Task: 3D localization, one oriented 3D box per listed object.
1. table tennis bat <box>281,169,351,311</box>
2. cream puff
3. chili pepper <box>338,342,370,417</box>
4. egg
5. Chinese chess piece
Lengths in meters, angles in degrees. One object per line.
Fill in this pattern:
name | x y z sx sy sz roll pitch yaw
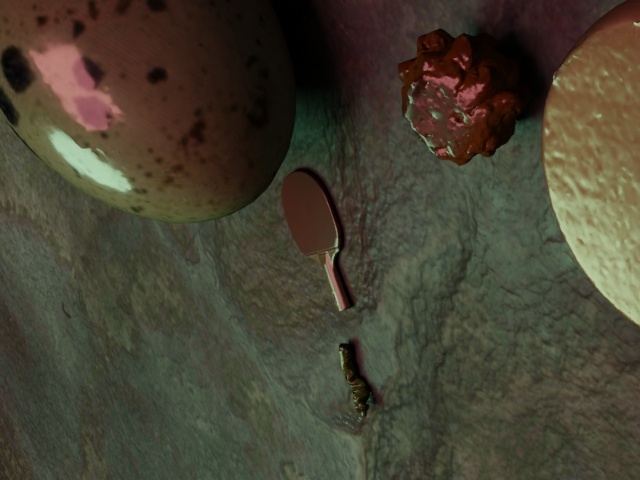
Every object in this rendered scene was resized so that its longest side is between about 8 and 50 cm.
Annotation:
table tennis bat | 0.000 0.000 1.644 0.087 0.013 0.156 -17 94 56
cream puff | 0.122 -0.125 1.314 0.122 0.094 0.116 5 119 30
chili pepper | 0.036 0.150 1.675 0.027 0.022 0.083 -18 91 60
egg | -0.183 -0.183 1.540 0.379 0.288 0.287 58 147 9
Chinese chess piece | 0.277 -0.051 1.113 0.273 0.102 0.273 31 132 43
